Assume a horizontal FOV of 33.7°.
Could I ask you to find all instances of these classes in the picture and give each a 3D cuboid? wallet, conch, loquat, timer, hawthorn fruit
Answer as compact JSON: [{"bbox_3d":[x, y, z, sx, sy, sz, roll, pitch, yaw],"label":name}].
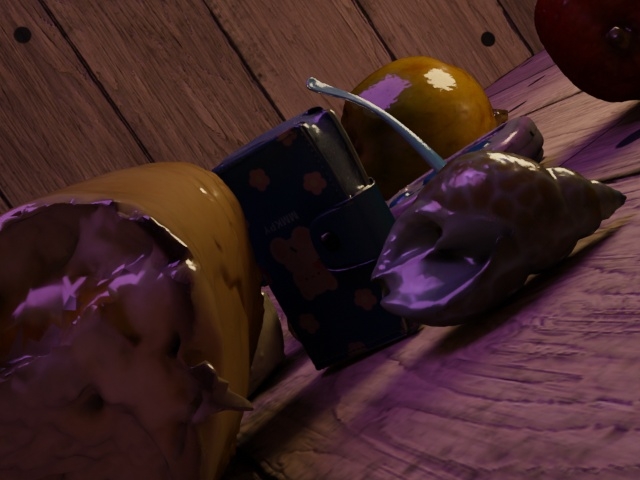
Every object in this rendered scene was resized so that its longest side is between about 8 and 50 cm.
[{"bbox_3d":[-0.001,0.000,0.887,0.141,0.202,0.059,-26,7,34],"label":"wallet"},{"bbox_3d":[0.117,-0.002,0.774,0.173,0.106,0.116,-53,30,-12],"label":"conch"},{"bbox_3d":[0.153,-0.151,1.459,0.246,0.214,0.213,-11,-2,-16],"label":"loquat"},{"bbox_3d":[0.166,-0.066,1.240,0.208,0.069,0.191,-33,5,23],"label":"timer"},{"bbox_3d":[0.329,-0.242,1.131,0.205,0.205,0.253,-30,11,38],"label":"hawthorn fruit"}]

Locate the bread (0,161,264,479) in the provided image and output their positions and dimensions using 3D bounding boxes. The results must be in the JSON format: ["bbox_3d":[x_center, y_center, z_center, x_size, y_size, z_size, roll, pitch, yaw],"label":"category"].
[{"bbox_3d":[-0.181,0.117,0.779,0.361,0.250,0.394,-31,2,10],"label":"bread"}]

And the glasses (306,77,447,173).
[{"bbox_3d":[0.042,-0.047,1.087,0.088,0.220,0.190,-62,7,-35],"label":"glasses"}]

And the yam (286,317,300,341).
[{"bbox_3d":[0.018,0.040,1.183,0.066,0.066,0.300,-32,5,18],"label":"yam"}]

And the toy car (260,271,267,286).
[{"bbox_3d":[-0.079,0.003,1.084,0.191,0.097,0.100,-23,-3,-39],"label":"toy car"}]

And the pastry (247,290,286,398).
[{"bbox_3d":[-0.105,0.123,1.071,0.165,0.088,0.166,-34,6,4],"label":"pastry"}]
